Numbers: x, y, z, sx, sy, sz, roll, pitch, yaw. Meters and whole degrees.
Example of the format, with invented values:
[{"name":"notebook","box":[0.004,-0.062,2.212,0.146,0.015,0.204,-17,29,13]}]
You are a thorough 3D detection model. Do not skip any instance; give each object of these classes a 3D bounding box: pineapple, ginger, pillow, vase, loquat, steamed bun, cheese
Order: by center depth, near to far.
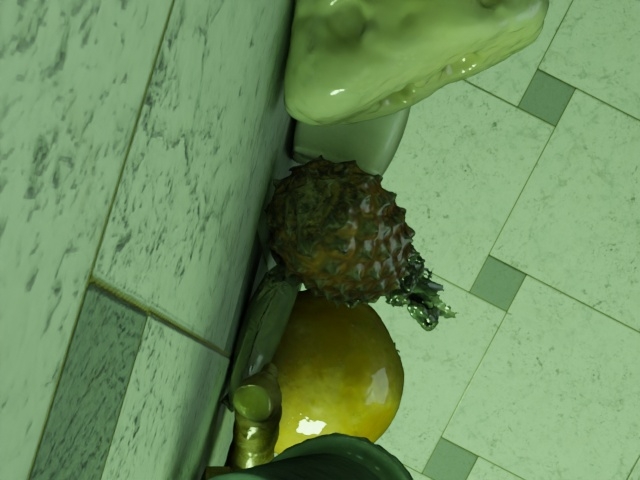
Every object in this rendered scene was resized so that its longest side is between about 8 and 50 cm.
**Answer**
[{"name":"cheese","box":[0.073,-0.206,0.856,0.248,0.251,0.173,-60,180,7]},{"name":"vase","box":[-0.025,0.325,0.922,0.291,0.245,0.245,33,70,-69]},{"name":"ginger","box":[-0.085,0.254,1.117,0.299,0.065,0.118,103,3,-51]},{"name":"pineapple","box":[0.068,0.029,1.133,0.361,0.175,0.175,42,55,-48]},{"name":"pillow","box":[-0.075,0.113,1.144,0.119,0.053,0.208,-39,151,-74]},{"name":"steamed bun","box":[0.045,-0.171,1.217,0.241,0.146,0.164,3,106,-89]},{"name":"loquat","box":[-0.004,0.196,1.303,0.263,0.263,0.263,14,90,-89]}]

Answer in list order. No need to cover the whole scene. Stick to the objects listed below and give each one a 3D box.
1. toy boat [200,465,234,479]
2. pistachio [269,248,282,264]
[{"name":"toy boat","box":[-0.139,0.363,1.119,0.072,0.064,0.206,-102,-161,-52]},{"name":"pistachio","box":[0.000,0.000,1.293,0.223,0.152,0.126,-14,124,-67]}]
